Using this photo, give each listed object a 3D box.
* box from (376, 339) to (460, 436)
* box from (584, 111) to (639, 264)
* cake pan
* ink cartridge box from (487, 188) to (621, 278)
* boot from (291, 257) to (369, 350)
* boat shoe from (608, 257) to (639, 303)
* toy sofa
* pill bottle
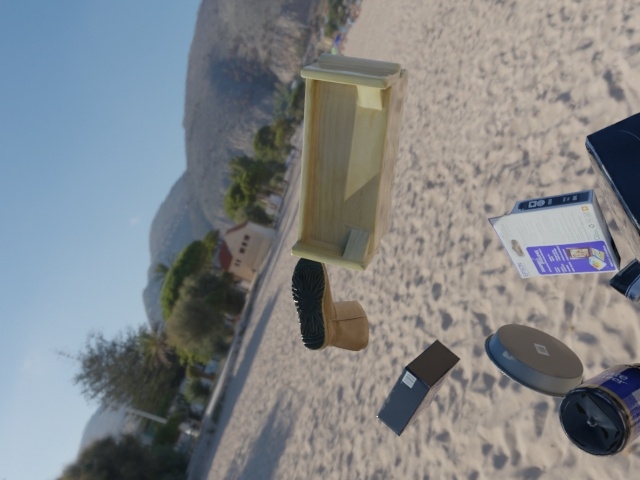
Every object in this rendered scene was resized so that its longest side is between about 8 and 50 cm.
[{"bbox_3d":[0.303,0.459,1.868,0.184,0.103,0.261,-30,-30,-44],"label":"box"},{"bbox_3d":[0.855,-0.074,1.160,0.479,0.297,0.472,-25,39,21],"label":"box"},{"bbox_3d":[0.619,0.334,1.723,0.293,0.293,0.054,-81,8,-66],"label":"cake pan"},{"bbox_3d":[0.483,-0.006,1.240,0.208,0.206,0.045,-9,44,37],"label":"ink cartridge box"},{"bbox_3d":[0.032,0.161,1.492,0.269,0.089,0.236,13,-107,-62],"label":"boot"},{"bbox_3d":[0.929,0.046,1.676,0.306,0.105,0.113,-42,-39,-10],"label":"boat shoe"},{"bbox_3d":[0.051,-0.144,1.093,0.177,0.150,0.363,-51,-31,-58],"label":"toy sofa"},{"bbox_3d":[0.538,0.295,1.083,0.122,0.219,0.123,14,108,48],"label":"pill bottle"}]
